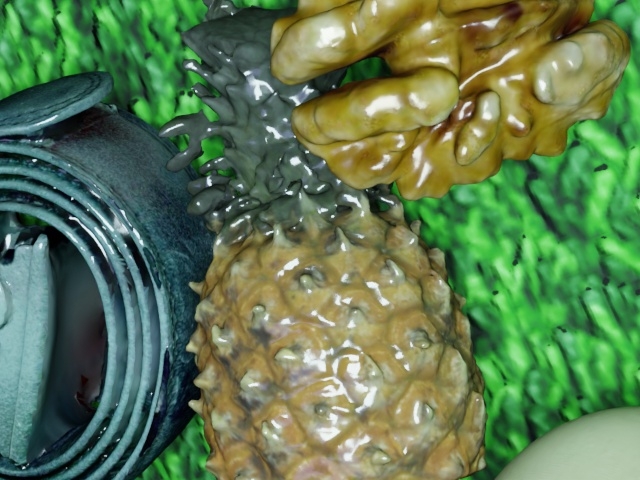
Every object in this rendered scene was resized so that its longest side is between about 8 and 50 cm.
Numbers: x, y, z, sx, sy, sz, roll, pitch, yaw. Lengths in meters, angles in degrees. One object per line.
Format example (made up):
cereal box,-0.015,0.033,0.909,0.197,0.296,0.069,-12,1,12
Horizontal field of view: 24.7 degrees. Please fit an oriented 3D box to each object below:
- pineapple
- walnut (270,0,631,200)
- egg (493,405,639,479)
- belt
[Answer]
pineapple,0.000,0.000,0.748,0.157,0.158,0.279,-9,89,27
walnut,0.062,-0.096,0.672,0.170,0.069,0.143,-20,93,-11
egg,0.156,0.201,0.700,0.188,0.188,0.254,5,112,23
belt,-0.153,0.028,0.829,0.206,0.116,0.267,29,119,11
